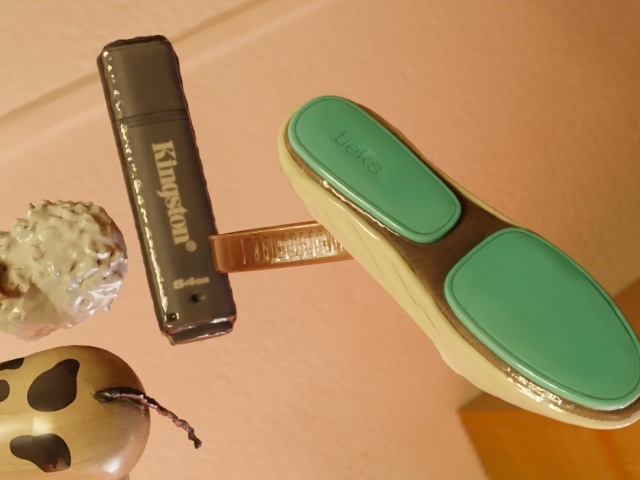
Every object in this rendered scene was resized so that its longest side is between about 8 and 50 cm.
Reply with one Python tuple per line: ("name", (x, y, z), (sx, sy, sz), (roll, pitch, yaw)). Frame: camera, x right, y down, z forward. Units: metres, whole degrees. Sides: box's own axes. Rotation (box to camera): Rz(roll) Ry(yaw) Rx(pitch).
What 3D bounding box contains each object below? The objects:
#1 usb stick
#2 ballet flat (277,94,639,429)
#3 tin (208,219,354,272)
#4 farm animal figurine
("usb stick", (-0.136, -0.047, 1.147), (0.077, 0.045, 0.278), (-10, -98, -30))
("ballet flat", (0.070, 0.018, 0.679), (0.086, 0.086, 0.248), (-28, -119, -31))
("tin", (0.000, 0.000, 1.069), (0.106, 0.189, 0.040), (0, -97, -73))
("farm animal figurine", (-0.243, 0.152, 0.800), (0.326, 0.172, 0.330), (-24, -117, 0))
